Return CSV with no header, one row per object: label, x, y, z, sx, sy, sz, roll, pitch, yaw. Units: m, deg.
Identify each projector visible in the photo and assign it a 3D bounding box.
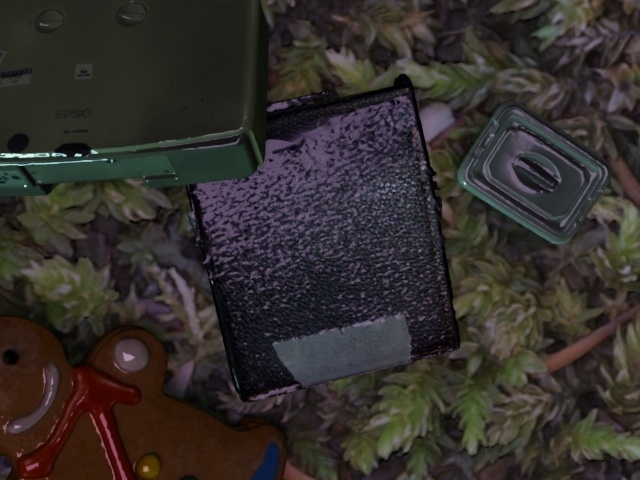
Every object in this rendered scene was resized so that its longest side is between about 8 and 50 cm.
projector,-0.178,-0.130,0.755,0.270,0.088,0.193,-3,63,7

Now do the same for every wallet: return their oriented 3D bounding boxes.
wallet,0.000,0.000,0.834,0.221,0.071,0.262,-14,101,-7

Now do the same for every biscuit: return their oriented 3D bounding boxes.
biscuit,-0.186,0.176,0.788,0.324,0.049,0.205,40,70,-17

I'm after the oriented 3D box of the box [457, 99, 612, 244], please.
box,0.188,-0.062,0.833,0.122,0.062,0.089,32,95,-6
